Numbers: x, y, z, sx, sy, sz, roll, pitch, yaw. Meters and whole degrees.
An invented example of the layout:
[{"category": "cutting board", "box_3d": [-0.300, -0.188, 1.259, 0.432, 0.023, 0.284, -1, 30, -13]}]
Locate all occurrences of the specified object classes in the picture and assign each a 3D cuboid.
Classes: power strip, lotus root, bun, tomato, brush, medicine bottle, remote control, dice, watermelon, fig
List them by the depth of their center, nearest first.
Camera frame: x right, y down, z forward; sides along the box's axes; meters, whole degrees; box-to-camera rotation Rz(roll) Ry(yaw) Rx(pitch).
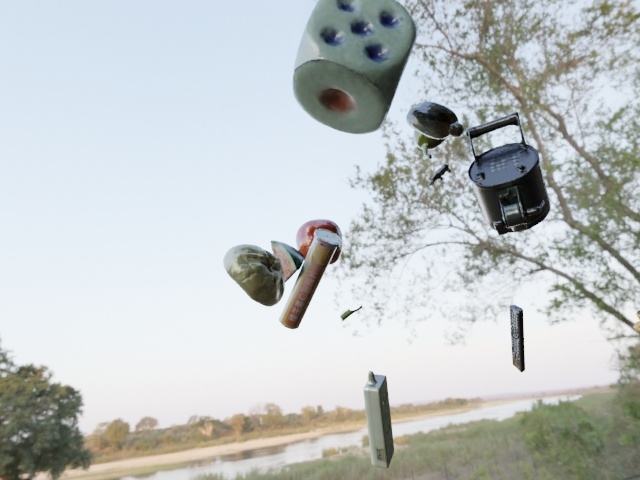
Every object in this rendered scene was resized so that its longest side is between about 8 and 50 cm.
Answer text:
[{"category": "dice", "box_3d": [0.089, -0.466, 1.141, 0.264, 0.263, 0.268, 21, -20, 3]}, {"category": "bun", "box_3d": [-0.173, 0.085, 1.218, 0.127, 0.222, 0.222, -45, -25, -3]}, {"category": "lotus root", "box_3d": [0.338, -0.348, 1.260, 0.113, 0.192, 0.088, -30, -43, -23]}, {"category": "power strip", "box_3d": [0.188, 0.571, 1.380, 0.058, 0.339, 0.098, -3, 12, 26]}, {"category": "brush", "box_3d": [0.100, 0.230, 1.389, 0.083, 0.021, 0.019, -31, -34, -15]}, {"category": "remote control", "box_3d": [0.691, 0.344, 1.507, 0.025, 0.245, 0.063, -12, 17, -9]}, {"category": "medicine bottle", "box_3d": [-0.047, 0.161, 1.679, 0.108, 0.108, 0.426, 8, -61, -30]}, {"category": "watermelon", "box_3d": [-0.115, 0.105, 1.709, 0.136, 0.202, 0.207, -6, 23, -23]}, {"category": "fig", "box_3d": [0.473, -0.427, 1.870, 0.149, 0.245, 0.149, 12, -35, 8]}, {"category": "tomato", "box_3d": [-0.004, -0.001, 1.942, 0.231, 0.232, 0.189, 1, -50, -18]}]

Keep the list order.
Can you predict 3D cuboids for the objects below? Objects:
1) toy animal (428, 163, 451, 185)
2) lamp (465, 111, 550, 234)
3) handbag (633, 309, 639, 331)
[{"category": "toy animal", "box_3d": [0.573, -0.316, 2.086, 0.135, 0.047, 0.065, -44, -21, 25]}, {"category": "lamp", "box_3d": [0.601, -0.167, 1.366, 0.205, 0.374, 0.272, -14, -33, 27]}, {"category": "handbag", "box_3d": [0.390, 0.086, 0.459, 0.083, 0.027, 0.061, -18, 26, -19]}]
